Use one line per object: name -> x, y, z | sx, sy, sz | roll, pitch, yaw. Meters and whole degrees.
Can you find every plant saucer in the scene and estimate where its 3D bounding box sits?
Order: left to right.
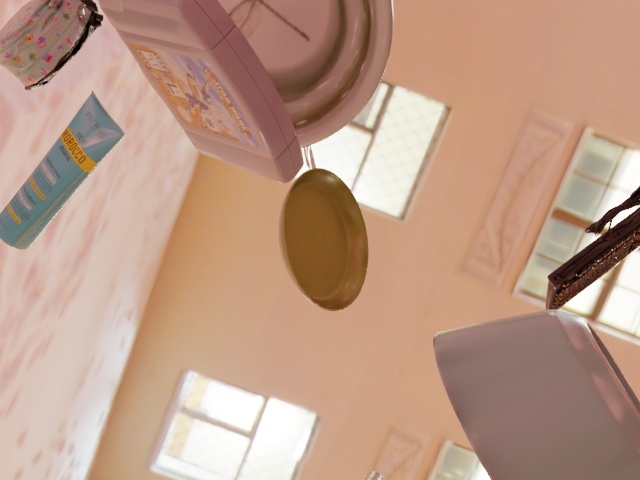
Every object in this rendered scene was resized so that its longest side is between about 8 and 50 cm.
plant saucer -> -0.082, -0.324, 1.257 | 0.100, 0.401, 0.400 | -53, 168, -55
plant saucer -> 0.000, 0.000, 1.513 | 0.037, 0.241, 0.240 | -10, -134, 35

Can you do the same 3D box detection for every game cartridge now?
game cartridge -> -0.137, -0.193, 1.107 | 0.062, 0.198, 0.297 | -47, 135, -17

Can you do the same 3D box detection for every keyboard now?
keyboard -> 0.541, 0.005, 1.690 | 0.317, 0.033, 0.201 | -34, 141, -21

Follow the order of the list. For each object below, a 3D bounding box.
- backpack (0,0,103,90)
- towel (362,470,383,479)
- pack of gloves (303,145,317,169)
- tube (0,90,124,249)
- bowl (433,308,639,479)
backpack -> -0.467, -0.338, 1.519 | 0.152, 0.115, 0.182 | -26, -148, 39
towel -> -0.012, 0.458, 1.156 | 0.324, 0.056, 0.312 | -65, 172, -1
pack of gloves -> -0.045, -0.286, 2.128 | 0.195, 0.046, 0.232 | 52, 20, -59
tube -> -0.313, -0.078, 1.086 | 0.207, 0.080, 0.052 | -47, 158, 17
bowl -> 0.282, 0.205, 1.053 | 0.163, 0.311, 0.311 | -32, -166, 15
